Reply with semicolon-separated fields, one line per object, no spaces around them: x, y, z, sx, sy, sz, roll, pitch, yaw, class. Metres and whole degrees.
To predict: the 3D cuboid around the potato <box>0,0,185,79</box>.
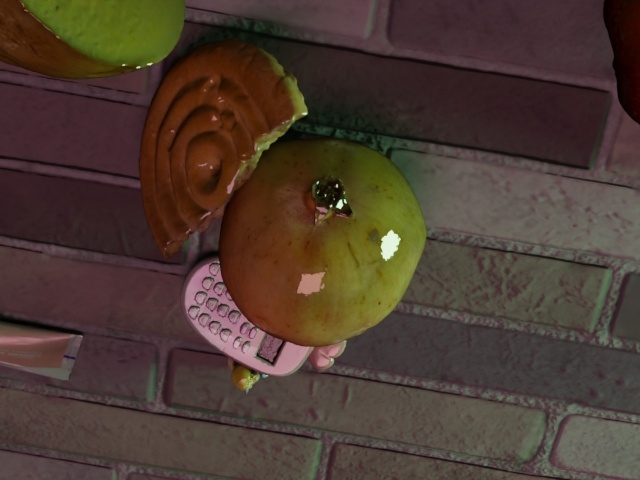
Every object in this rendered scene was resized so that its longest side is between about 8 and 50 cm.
-0.228;-0.206;1.503;0.203;0.178;0.158;24;148;-32;potato

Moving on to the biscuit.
-0.100;-0.094;1.597;0.033;0.144;0.224;-3;151;-43;biscuit

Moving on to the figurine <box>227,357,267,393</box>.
-0.059;0.119;1.836;0.083;0.050;0.047;-27;118;28;figurine

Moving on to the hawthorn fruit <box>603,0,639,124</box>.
0.319;-0.164;1.461;0.188;0.169;0.169;-18;127;23;hawthorn fruit

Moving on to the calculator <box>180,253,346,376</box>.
-0.054;0.073;1.781;0.166;0.024;0.103;27;103;-1;calculator

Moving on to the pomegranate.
0.002;0.002;1.627;0.191;0.191;0.191;4;132;4;pomegranate

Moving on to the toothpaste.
-0.340;0.098;1.865;0.195;0.043;0.067;13;130;-12;toothpaste
